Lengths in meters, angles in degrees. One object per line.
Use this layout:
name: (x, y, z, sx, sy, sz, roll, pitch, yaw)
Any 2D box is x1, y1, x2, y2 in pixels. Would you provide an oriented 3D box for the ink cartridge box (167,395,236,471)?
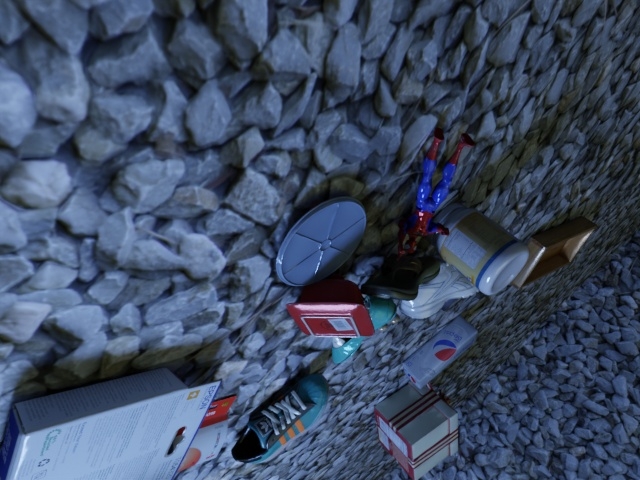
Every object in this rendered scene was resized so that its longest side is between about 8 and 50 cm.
ink cartridge box: (-0.264, 0.431, 1.010, 0.145, 0.045, 0.179, 2, 127, -47)

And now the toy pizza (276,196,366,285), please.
toy pizza: (0.000, 0.000, 0.838, 0.201, 0.032, 0.201, -28, 144, -23)

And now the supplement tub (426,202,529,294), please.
supplement tub: (0.365, 0.015, 1.080, 0.144, 0.199, 0.144, -27, 141, -24)

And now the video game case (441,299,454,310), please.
video game case: (0.436, 0.093, 1.392, 0.274, 0.026, 0.196, -50, 145, 6)

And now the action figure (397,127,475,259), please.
action figure: (0.218, -0.062, 0.908, 0.091, 0.139, 0.280, 11, 130, -3)

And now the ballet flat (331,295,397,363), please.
ballet flat: (0.074, 0.203, 1.085, 0.087, 0.083, 0.247, 27, 127, -19)

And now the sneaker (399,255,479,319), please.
sneaker: (0.332, 0.094, 1.210, 0.297, 0.111, 0.129, -26, 120, -25)

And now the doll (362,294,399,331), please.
doll: (0.144, 0.157, 1.139, 0.129, 0.046, 0.189, -34, 139, 2)

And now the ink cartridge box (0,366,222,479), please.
ink cartridge box: (-0.376, 0.370, 0.810, 0.330, 0.071, 0.324, -1, 126, -50)

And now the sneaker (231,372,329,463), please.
sneaker: (-0.100, 0.453, 1.143, 0.302, 0.108, 0.121, -50, 150, 10)

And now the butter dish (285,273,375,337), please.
butter dish: (0.027, 0.123, 0.933, 0.160, 0.118, 0.160, -2, 146, 16)

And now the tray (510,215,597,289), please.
tray: (0.886, 0.040, 1.759, 0.411, 0.076, 0.203, -14, 136, -36)

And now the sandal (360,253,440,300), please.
sandal: (0.179, 0.066, 1.026, 0.303, 0.120, 0.086, -23, 113, -57)

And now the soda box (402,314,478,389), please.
soda box: (0.431, 0.401, 1.651, 0.286, 0.091, 0.098, -35, 144, -13)

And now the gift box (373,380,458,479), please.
gift box: (0.367, 0.692, 1.763, 0.258, 0.276, 0.255, -23, 128, -22)
